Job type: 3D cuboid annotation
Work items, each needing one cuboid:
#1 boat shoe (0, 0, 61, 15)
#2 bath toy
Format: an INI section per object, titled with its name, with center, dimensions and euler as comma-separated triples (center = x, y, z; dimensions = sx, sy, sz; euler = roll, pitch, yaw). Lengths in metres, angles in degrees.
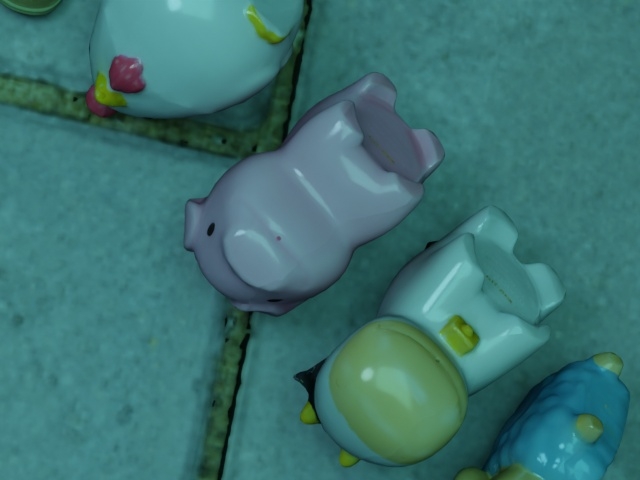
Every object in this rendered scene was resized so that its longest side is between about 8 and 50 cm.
[boat shoe]
center = -0.139, -0.193, 1.005
dimensions = 0.056, 0.048, 0.153
euler = 17, 78, -9
[bath toy]
center = 0.000, 0.000, 0.974
dimensions = 0.348, 0.129, 0.151
euler = 52, 31, -3
